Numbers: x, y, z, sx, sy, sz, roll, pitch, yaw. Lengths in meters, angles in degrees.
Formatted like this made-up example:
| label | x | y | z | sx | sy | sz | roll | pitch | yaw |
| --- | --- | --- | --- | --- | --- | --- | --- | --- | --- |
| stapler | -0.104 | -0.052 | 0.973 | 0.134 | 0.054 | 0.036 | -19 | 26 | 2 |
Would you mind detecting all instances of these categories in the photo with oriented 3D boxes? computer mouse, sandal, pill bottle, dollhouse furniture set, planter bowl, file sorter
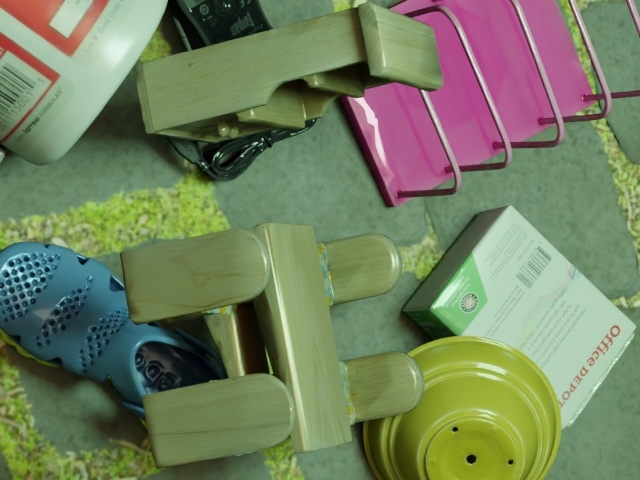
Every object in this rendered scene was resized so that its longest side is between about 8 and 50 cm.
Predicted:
| label | x | y | z | sx | sy | sz | roll | pitch | yaw |
| --- | --- | --- | --- | --- | --- | --- | --- | --- | --- |
| computer mouse | -0.124 | -0.193 | 1.933 | 0.184 | 0.060 | 0.262 | -42 | 114 | -24 |
| sandal | -0.198 | 0.104 | 1.838 | 0.317 | 0.138 | 0.126 | 33 | 77 | -14 |
| pill bottle | -0.369 | -0.273 | 1.755 | 0.407 | 0.229 | 0.229 | 36 | 74 | -15 |
| dollhouse furniture set | 0.000 | 0.000 | 1.761 | 0.256 | 0.362 | 0.394 | -12 | 84 | 22 |
| planter bowl | 0.156 | 0.218 | 1.941 | 0.217 | 0.090 | 0.217 | -1 | 106 | -2 |
| file sorter | 0.191 | -0.189 | 1.982 | 0.290 | 0.182 | 0.202 | -28 | 101 | -21 |

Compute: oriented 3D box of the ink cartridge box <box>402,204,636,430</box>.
| label | x | y | z | sx | sy | sz | roll | pitch | yaw |
| --- | --- | --- | --- | --- | --- | --- | --- | --- | --- |
| ink cartridge box | 0.223 | 0.089 | 2.027 | 0.212 | 0.093 | 0.154 | 42 | 73 | -12 |

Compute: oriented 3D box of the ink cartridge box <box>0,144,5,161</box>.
| label | x | y | z | sx | sy | sz | roll | pitch | yaw |
| --- | --- | --- | --- | --- | --- | --- | --- | --- | --- |
| ink cartridge box | -0.461 | -0.061 | 1.784 | 0.223 | 0.045 | 0.224 | 36 | 92 | -15 |
